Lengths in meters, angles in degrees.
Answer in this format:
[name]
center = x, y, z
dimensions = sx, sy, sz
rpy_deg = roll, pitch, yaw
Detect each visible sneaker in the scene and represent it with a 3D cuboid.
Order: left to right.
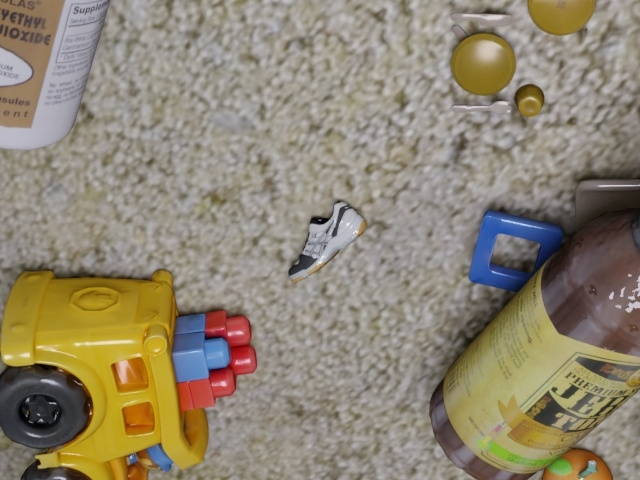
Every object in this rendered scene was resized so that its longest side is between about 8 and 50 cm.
[sneaker]
center = 0.000, 0.000, 1.038
dimensions = 0.083, 0.032, 0.037
rpy_deg = -41, 88, 22

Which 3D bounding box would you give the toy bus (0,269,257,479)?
[toy bus]
center = -0.158, 0.136, 1.088
dimensions = 0.211, 0.149, 0.220
rpy_deg = -6, 118, -2

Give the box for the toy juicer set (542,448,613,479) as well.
[toy juicer set]
center = 0.315, 0.289, 1.074
dimensions = 0.209, 0.089, 0.329
rpy_deg = -32, 106, 24

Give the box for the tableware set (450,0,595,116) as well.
[tableware set]
center = 0.147, -0.164, 0.925
dimensions = 0.104, 0.024, 0.154
rpy_deg = 2, 115, 8

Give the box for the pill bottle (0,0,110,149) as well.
[pill bottle]
center = -0.218, -0.194, 0.928
dimensions = 0.131, 0.131, 0.229
rpy_deg = 23, 119, 1

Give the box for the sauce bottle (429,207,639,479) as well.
[sauce bottle]
center = 0.191, 0.055, 0.877
dimensions = 0.111, 0.111, 0.344
rpy_deg = 29, 139, -3

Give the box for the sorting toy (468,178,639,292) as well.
[sorting toy]
center = 0.291, 0.031, 0.977
dimensions = 0.348, 0.047, 0.196
rpy_deg = 1, 121, 13
